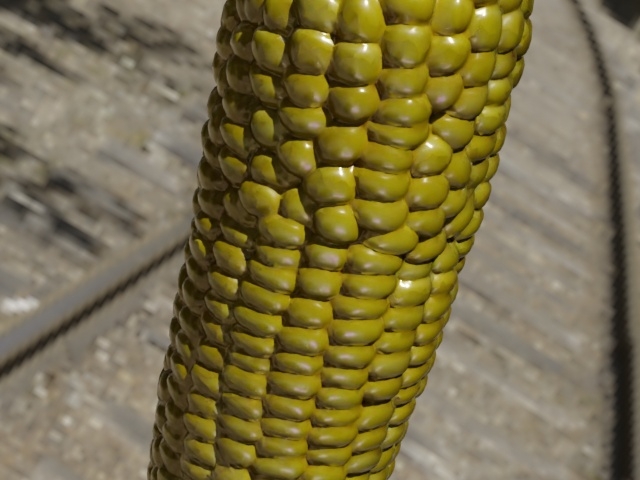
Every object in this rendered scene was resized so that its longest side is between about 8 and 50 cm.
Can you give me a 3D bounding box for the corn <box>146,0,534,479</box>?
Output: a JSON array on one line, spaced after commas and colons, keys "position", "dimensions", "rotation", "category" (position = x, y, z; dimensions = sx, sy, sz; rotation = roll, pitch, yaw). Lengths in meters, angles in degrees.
[{"position": [0.000, 0.002, 0.605], "dimensions": [0.091, 0.260, 0.091], "rotation": [11, 26, -4], "category": "corn"}]
